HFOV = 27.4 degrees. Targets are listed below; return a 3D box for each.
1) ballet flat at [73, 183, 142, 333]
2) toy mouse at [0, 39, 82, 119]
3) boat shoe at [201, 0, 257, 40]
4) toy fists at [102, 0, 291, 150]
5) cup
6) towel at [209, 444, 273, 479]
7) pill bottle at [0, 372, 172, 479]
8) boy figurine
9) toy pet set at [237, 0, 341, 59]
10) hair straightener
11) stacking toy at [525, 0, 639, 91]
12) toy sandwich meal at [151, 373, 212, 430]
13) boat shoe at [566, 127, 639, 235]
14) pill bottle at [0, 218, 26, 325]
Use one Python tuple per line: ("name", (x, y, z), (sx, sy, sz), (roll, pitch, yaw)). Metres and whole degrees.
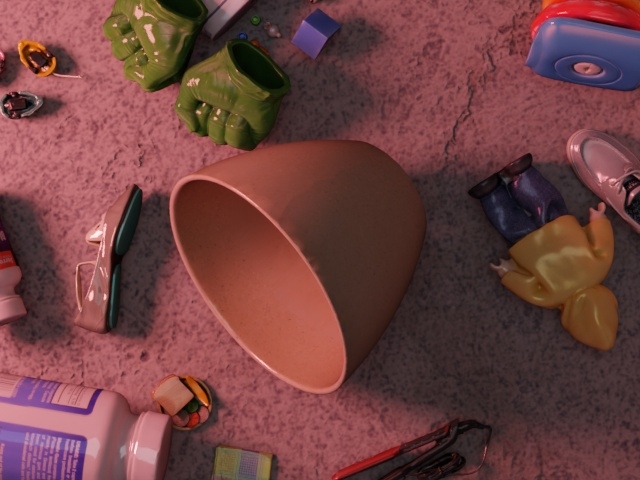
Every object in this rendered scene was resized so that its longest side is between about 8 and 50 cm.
("ballet flat", (-0.300, 0.021, 1.817), (0.068, 0.072, 0.213), (11, 88, 6))
("toy mouse", (-0.438, -0.221, 1.852), (0.161, 0.031, 0.143), (38, 88, 3))
("boat shoe", (-0.090, -0.396, 1.823), (0.084, 0.095, 0.258), (44, 88, -1))
("toy fists", (-0.178, -0.234, 1.794), (0.279, 0.096, 0.142), (40, 130, 2))
("cup", (0.000, 0.000, 1.714), (0.237, 0.331, 0.331), (-36, 86, -27))
("towel", (-0.110, 0.318, 1.825), (0.083, 0.009, 0.060), (7, 86, 1))
("pill bottle", (-0.343, 0.269, 1.763), (0.272, 0.152, 0.152), (10, 87, 2))
("boy figurine", (0.326, 0.018, 1.792), (0.177, 0.092, 0.285), (-35, 87, -1))
("toy pet set", (-0.040, -0.301, 1.831), (0.114, 0.065, 0.122), (38, 89, 3))
("hair straightener", (0.136, 0.316, 1.808), (0.231, 0.047, 0.089), (-24, 87, -4))
("stacking toy", (0.387, -0.369, 1.795), (0.166, 0.175, 0.301), (12, 76, 4))
("toy sandwich meal", (-0.191, 0.223, 1.822), (0.086, 0.029, 0.085), (0, 87, 1))
("boat shoe", (0.430, -0.068, 1.798), (0.079, 0.081, 0.227), (-42, 87, -1))
("pill bottle", (-0.475, 0.025, 1.801), (0.108, 0.108, 0.193), (-23, 87, 0))
